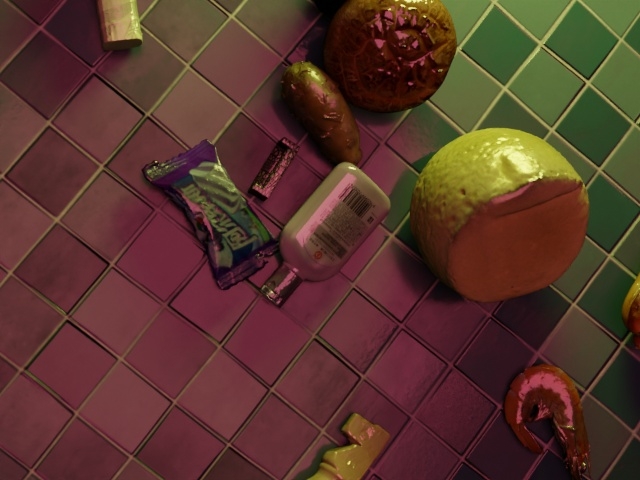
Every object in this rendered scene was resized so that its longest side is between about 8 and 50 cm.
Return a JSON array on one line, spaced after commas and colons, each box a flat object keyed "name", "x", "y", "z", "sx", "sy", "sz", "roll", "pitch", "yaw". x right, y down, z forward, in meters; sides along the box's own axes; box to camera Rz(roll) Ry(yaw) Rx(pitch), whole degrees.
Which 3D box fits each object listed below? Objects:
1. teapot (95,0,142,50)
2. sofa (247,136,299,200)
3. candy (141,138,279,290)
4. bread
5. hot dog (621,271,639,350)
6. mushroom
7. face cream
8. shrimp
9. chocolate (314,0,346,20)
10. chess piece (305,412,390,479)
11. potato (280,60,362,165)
[{"name": "teapot", "x": -0.375, "y": -0.454, "z": 1.795, "sx": 0.077, "sy": 0.107, "sz": 0.200, "roll": -10, "pitch": 87, "yaw": -8}, {"name": "sofa", "x": -0.088, "y": -0.132, "z": 1.848, "sx": 0.039, "sy": 0.060, "sz": 0.118, "roll": 32, "pitch": 81, "yaw": -11}, {"name": "candy", "x": -0.196, "y": -0.053, "z": 1.821, "sx": 0.145, "sy": 0.070, "sz": 0.275, "roll": -34, "pitch": 90, "yaw": -20}, {"name": "bread", "x": 0.327, "y": -0.051, "z": 1.829, "sx": 0.321, "sy": 0.237, "sz": 0.320, "roll": -5, "pitch": 120, "yaw": -9}, {"name": "hot dog", "x": 0.704, "y": 0.072, "z": 1.964, "sx": 0.135, "sy": 0.100, "sz": 0.337, "roll": 36, "pitch": 79, "yaw": 2}, {"name": "mushroom", "x": 0.127, "y": -0.354, "z": 1.830, "sx": 0.253, "sy": 0.153, "sz": 0.253, "roll": -2, "pitch": 121, "yaw": -3}, {"name": "face cream", "x": 0.000, "y": 0.000, "z": 1.841, "sx": 0.144, "sy": 0.071, "sz": 0.291, "roll": 41, "pitch": 85, "yaw": -24}, {"name": "shrimp", "x": 0.448, "y": 0.360, "z": 1.915, "sx": 0.150, "sy": 0.068, "sz": 0.248, "roll": -27, "pitch": 86, "yaw": 1}, {"name": "chocolate", "x": 0.093, "y": -0.526, "z": 1.888, "sx": 0.224, "sy": 0.206, "sz": 0.177, "roll": 34, "pitch": 40, "yaw": -26}, {"name": "chess piece", "x": 0.043, "y": 0.416, "z": 1.830, "sx": 0.090, "sy": 0.090, "sz": 0.200, "roll": 41, "pitch": 69, "yaw": -5}, {"name": "potato", "x": 0.006, "y": -0.233, "z": 1.848, "sx": 0.090, "sy": 0.117, "sz": 0.225, "roll": -40, "pitch": 104, "yaw": -21}]
